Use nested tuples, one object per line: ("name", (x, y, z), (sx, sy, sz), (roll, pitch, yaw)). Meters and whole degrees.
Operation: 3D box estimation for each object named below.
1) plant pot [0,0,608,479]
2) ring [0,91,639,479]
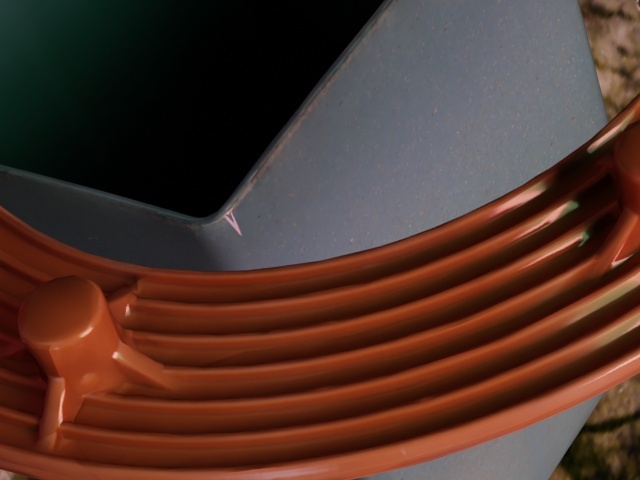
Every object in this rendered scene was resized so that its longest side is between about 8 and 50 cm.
("plant pot", (0.000, 0.000, 0.643), (0.165, 0.166, 0.234), (-53, 135, -26))
("ring", (-0.005, -0.082, 0.519), (0.336, 0.337, 0.032), (-53, 145, -26))
